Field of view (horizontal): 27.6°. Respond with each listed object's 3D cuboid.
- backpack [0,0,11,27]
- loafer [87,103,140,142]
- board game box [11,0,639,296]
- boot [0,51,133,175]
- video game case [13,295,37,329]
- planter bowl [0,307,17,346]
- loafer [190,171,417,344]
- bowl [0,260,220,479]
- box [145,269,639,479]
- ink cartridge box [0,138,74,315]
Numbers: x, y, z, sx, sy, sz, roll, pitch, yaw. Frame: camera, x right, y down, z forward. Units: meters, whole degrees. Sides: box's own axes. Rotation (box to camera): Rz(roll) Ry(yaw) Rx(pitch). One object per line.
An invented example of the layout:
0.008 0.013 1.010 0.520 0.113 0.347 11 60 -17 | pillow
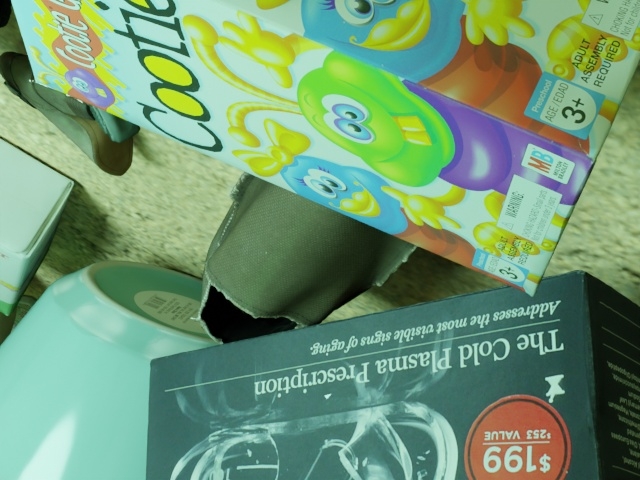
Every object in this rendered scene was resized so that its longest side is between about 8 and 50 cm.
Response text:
-0.345 -0.179 0.822 0.253 0.191 0.225 37 157 -6 | backpack
-0.131 -0.167 0.755 0.096 0.084 0.267 55 168 32 | loafer
0.009 -0.111 0.609 0.275 0.142 0.144 24 156 10 | board game box
-0.195 -0.100 0.993 0.087 0.042 0.118 26 156 21 | boot
-0.365 0.091 1.599 0.122 0.011 0.087 6 149 41 | video game case
-0.397 0.059 1.431 0.162 0.109 0.162 33 157 16 | planter bowl
0.000 0.000 0.861 0.134 0.130 0.366 29 157 -2 | loafer
-0.150 0.125 1.154 0.312 0.163 0.311 19 -167 -4 | bowl
0.064 0.217 0.856 0.343 0.312 0.179 -14 156 31 | box
-0.328 -0.025 1.219 0.154 0.093 0.212 30 158 -6 | ink cartridge box
